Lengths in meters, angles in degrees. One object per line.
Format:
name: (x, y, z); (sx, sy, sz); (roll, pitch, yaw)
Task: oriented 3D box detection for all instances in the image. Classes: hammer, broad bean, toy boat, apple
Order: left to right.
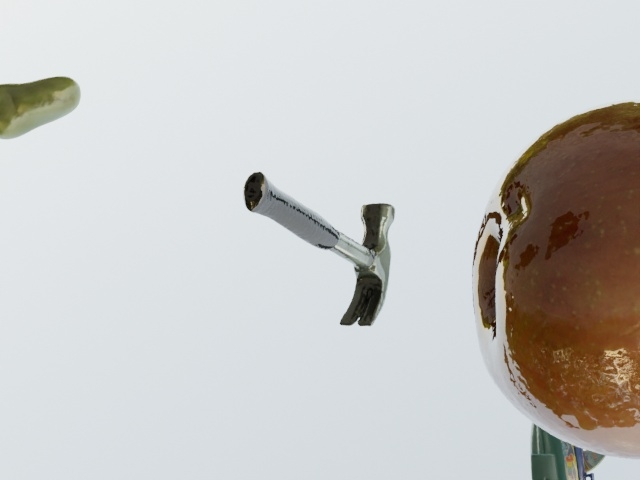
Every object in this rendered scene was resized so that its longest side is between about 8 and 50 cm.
broad bean: (-0.232, -0.109, 1.196); (0.083, 0.045, 0.063); (-19, 177, -22)
hammer: (0.000, 0.000, 1.101); (0.029, 0.246, 0.103); (0, -101, 23)
toy boat: (0.311, 0.248, 1.812); (0.110, 0.175, 0.091); (-3, 174, -26)
apple: (0.162, 0.020, 0.816); (0.162, 0.201, 0.201); (0, -149, -15)
